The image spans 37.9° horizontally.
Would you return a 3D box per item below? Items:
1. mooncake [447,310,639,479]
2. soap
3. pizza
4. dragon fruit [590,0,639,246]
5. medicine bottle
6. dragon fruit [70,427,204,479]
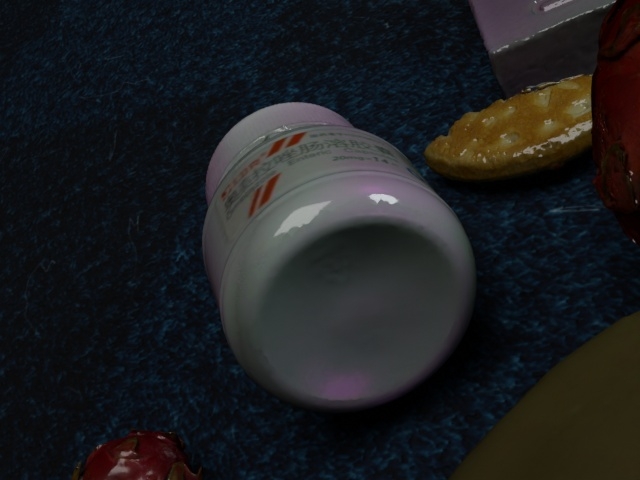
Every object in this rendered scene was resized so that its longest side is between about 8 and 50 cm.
[{"bbox_3d":[0.252,0.230,0.449,0.467,0.262,0.467,-34,20,14],"label":"mooncake"},{"bbox_3d":[0.325,-0.321,1.148,0.285,0.107,0.296,-21,43,13],"label":"soap"},{"bbox_3d":[0.236,-0.115,1.038,0.246,0.058,0.127,-23,42,16],"label":"pizza"},{"bbox_3d":[0.361,-0.109,0.767,0.295,0.295,0.302,11,84,41],"label":"dragon fruit"},{"bbox_3d":[0.000,0.000,0.944,0.241,0.241,0.302,-33,30,2],"label":"medicine bottle"},{"bbox_3d":[-0.185,0.260,0.903,0.136,0.133,0.166,-7,57,41],"label":"dragon fruit"}]
